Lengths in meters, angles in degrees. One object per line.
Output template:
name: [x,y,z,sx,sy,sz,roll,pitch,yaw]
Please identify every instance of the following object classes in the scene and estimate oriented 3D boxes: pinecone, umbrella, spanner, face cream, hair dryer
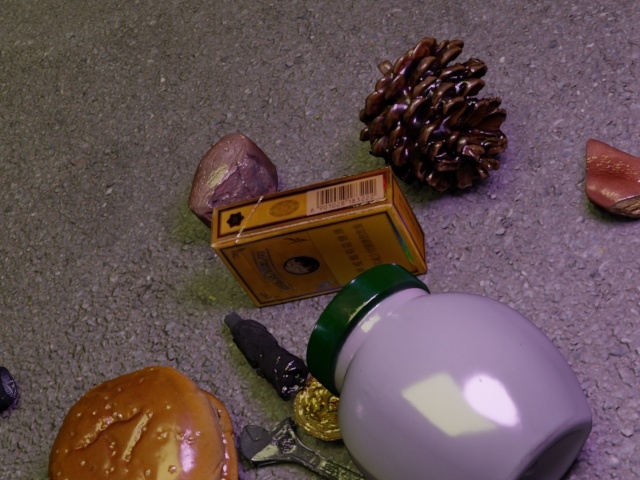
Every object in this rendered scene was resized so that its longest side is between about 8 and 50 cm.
pinecone: [0.180,-0.196,1.936,0.243,0.243,0.257,-18,70,12]
umbrella: [-0.091,0.173,1.874,0.066,0.059,0.235,-41,34,-7]
spanner: [0.007,0.339,1.744,0.325,0.026,0.093,21,68,34]
face cream: [0.169,0.210,1.622,0.312,0.219,0.357,-40,57,-15]
hair dryer: [-0.605,0.222,2.099,0.124,0.072,0.219,-22,41,6]

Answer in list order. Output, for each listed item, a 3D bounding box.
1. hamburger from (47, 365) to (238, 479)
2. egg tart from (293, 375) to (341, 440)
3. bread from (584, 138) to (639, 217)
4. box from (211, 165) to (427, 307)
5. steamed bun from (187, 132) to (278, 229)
hamburger: [-0.271,0.344,1.777,0.289,0.170,0.314,-26,50,14]
egg tart: [0.023,0.250,1.788,0.128,0.049,0.129,-10,53,13]
bread: [0.464,-0.085,1.820,0.119,0.067,0.192,-40,50,-18]
box: [0.000,0.000,1.889,0.301,0.193,0.084,-13,51,16]
steamed bun: [-0.150,-0.095,2.064,0.106,0.145,0.175,17,69,32]
